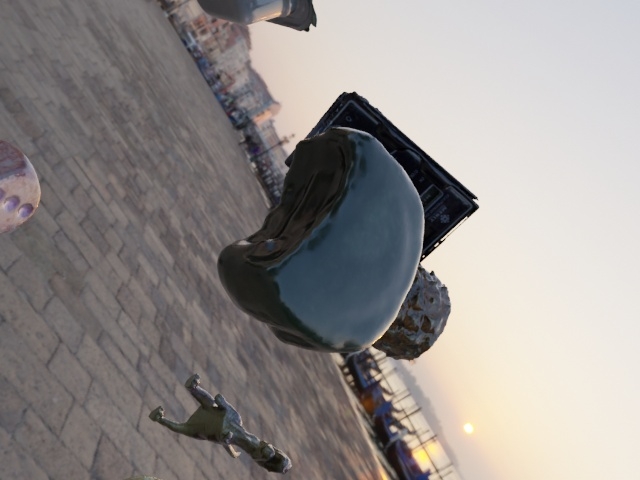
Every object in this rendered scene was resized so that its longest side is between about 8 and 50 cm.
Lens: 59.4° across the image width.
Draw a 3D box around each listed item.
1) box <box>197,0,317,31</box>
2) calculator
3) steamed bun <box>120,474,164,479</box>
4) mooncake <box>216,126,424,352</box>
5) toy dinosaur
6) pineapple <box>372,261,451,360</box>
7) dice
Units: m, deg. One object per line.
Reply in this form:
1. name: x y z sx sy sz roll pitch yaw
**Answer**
1. box: -0.154 -0.466 0.845 0.264 0.106 0.337 34 -26 45
2. calculator: 0.092 -0.083 0.847 0.274 0.166 0.028 37 21 -15
3. steamed bun: -0.225 0.411 0.761 0.231 0.110 0.213 21 -62 25
4. mooncake: 0.000 0.000 0.447 0.104 0.175 0.169 12 -62 42
5. toy dinosaur: -0.158 0.294 0.852 0.200 0.072 0.251 41 -39 -15
6. pineapple: 0.057 0.056 0.839 0.278 0.158 0.158 37 5 -14
7. dice: -0.422 -0.068 0.711 0.094 0.091 0.093 32 -51 13
